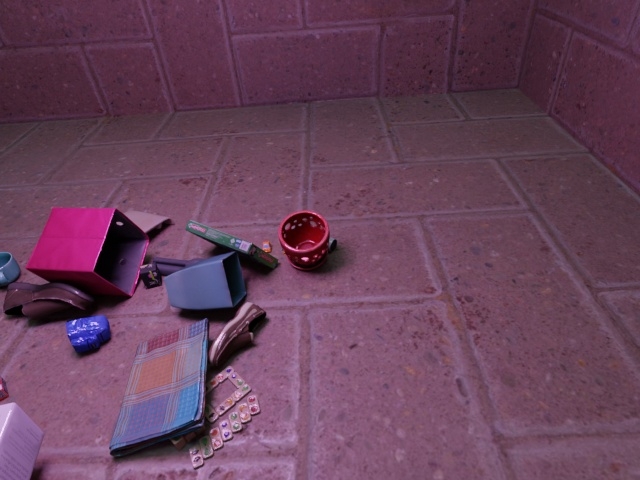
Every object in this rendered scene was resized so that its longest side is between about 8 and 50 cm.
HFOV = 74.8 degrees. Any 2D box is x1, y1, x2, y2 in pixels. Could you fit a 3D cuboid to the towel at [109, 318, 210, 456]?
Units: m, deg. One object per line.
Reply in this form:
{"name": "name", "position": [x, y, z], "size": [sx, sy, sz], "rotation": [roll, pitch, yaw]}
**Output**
{"name": "towel", "position": [-0.456, 0.409, 1.224], "size": [0.271, 0.040, 0.370], "rotation": [-21, 38, 5]}

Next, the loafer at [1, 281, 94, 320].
{"name": "loafer", "position": [-0.984, 0.232, 1.511], "size": [0.365, 0.134, 0.130], "rotation": [-2, 61, 19]}

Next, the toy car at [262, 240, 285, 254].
{"name": "toy car", "position": [-0.188, 0.022, 1.736], "size": [0.122, 0.041, 0.060], "rotation": [4, 39, 11]}

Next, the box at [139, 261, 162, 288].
{"name": "box", "position": [-0.652, 0.135, 1.608], "size": [0.062, 0.083, 0.052], "rotation": [-15, 40, -12]}

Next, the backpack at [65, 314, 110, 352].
{"name": "backpack", "position": [-0.766, 0.311, 1.395], "size": [0.120, 0.098, 0.101], "rotation": [-14, 60, -25]}

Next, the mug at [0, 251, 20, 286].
{"name": "mug", "position": [-1.284, 0.132, 1.669], "size": [0.129, 0.097, 0.158], "rotation": [-8, 39, -5]}

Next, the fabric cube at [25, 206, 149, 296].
{"name": "fabric cube", "position": [-0.841, 0.045, 1.550], "size": [0.258, 0.254, 0.259], "rotation": [1, 64, 10]}

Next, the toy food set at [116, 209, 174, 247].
{"name": "toy food set", "position": [-0.833, -0.031, 1.851], "size": [0.219, 0.092, 0.306], "rotation": [12, 33, 20]}

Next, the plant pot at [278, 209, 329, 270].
{"name": "plant pot", "position": [-0.055, 0.006, 1.610], "size": [0.191, 0.174, 0.191], "rotation": [-3, 58, 5]}

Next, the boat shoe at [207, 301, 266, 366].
{"name": "boat shoe", "position": [-0.259, 0.303, 1.352], "size": [0.095, 0.095, 0.257], "rotation": [20, 45, 14]}

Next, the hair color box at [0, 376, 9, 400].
{"name": "hair color box", "position": [-1.027, 0.475, 1.253], "size": [0.141, 0.043, 0.072], "rotation": [-30, 44, -29]}

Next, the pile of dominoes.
{"name": "pile of dominoes", "position": [-0.304, 0.478, 1.175], "size": [0.196, 0.040, 0.251], "rotation": [29, 50, 36]}

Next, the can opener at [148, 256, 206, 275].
{"name": "can opener", "position": [-0.547, 0.092, 1.642], "size": [0.283, 0.095, 0.076], "rotation": [6, 39, 13]}

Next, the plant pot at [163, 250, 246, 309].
{"name": "plant pot", "position": [-0.410, 0.151, 1.469], "size": [0.234, 0.166, 0.166], "rotation": [-11, 8, 7]}

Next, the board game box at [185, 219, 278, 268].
{"name": "board game box", "position": [-0.344, 0.016, 1.635], "size": [0.317, 0.213, 0.046], "rotation": [19, 80, 27]}

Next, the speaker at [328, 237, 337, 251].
{"name": "speaker", "position": [0.000, 0.000, 1.732], "size": [0.136, 0.055, 0.055], "rotation": [20, 45, 29]}

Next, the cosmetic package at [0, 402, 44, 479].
{"name": "cosmetic package", "position": [-0.781, 0.595, 0.852], "size": [0.230, 0.162, 0.453], "rotation": [-10, 38, -6]}
